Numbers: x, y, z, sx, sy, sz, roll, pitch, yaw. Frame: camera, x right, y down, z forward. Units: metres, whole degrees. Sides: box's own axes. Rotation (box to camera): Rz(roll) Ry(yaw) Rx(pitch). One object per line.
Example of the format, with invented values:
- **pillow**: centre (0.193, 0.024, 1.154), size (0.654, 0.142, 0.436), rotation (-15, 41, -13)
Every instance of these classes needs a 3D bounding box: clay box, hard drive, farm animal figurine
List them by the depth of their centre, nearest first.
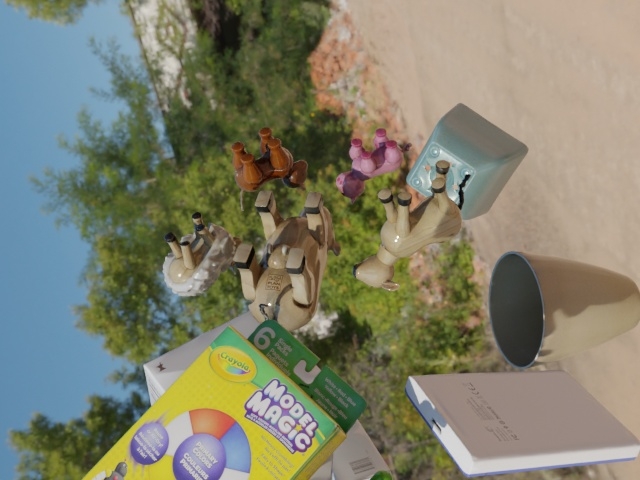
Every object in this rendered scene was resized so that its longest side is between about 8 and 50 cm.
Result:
- **clay box**: centre (-0.080, 0.169, 0.592), size (0.127, 0.222, 0.053), rotation (38, 169, 25)
- **farm animal figurine**: centre (0.000, 0.000, 1.020), size (0.326, 0.331, 0.172), rotation (-54, -32, -32)
- **hard drive**: centre (0.324, 0.287, 1.215), size (0.210, 0.319, 0.040), rotation (-128, 46, -57)

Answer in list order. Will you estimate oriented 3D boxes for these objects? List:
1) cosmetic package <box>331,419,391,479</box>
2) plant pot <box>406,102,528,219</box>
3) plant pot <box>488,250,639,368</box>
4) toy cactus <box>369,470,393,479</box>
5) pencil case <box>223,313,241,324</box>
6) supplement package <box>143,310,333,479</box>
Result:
- **cosmetic package**: centre (0.064, 0.488, 1.388), size (0.377, 0.098, 0.284), rotation (-148, 43, -78)
- **plant pot**: centre (0.383, -0.201, 2.095), size (0.252, 0.247, 0.247), rotation (-31, -26, -54)
- **plant pot**: centre (0.553, 0.147, 1.659), size (0.256, 0.274, 0.256), rotation (178, 90, -77)
- **toy cactus**: centre (0.014, 0.406, 1.035), size (0.218, 0.181, 0.112), rotation (-62, 9, 20)
- **pencil case**: centre (-0.151, 0.277, 1.758), size (0.236, 0.104, 0.104), rotation (40, 156, 37)
- **supplement package**: centre (-0.114, 0.282, 1.109), size (0.198, 0.199, 0.262), rotation (42, 145, 35)
